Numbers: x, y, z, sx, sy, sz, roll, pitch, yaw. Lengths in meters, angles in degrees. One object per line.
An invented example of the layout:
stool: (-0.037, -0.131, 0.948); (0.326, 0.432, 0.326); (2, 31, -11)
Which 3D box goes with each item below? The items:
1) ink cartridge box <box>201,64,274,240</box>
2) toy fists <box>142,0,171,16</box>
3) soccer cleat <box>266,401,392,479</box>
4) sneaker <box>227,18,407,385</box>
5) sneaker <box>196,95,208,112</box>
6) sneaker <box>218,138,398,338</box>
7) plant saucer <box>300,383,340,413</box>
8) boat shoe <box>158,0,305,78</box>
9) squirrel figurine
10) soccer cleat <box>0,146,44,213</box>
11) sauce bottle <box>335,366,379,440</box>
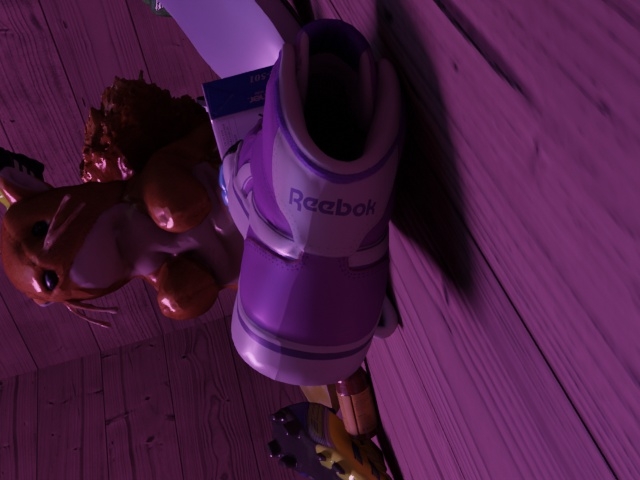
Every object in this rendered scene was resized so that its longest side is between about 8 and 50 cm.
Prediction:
ink cartridge box: (-0.028, -0.053, 0.796); (0.207, 0.097, 0.046); (79, 174, -51)
toy fists: (-0.182, -0.393, 1.250); (0.096, 0.142, 0.279); (81, 171, -56)
soccer cleat: (0.042, 0.270, 1.129); (0.289, 0.121, 0.093); (32, 121, 54)
sneaker: (0.004, -0.059, 0.561); (0.282, 0.102, 0.161); (-103, 19, -62)
sneaker: (-0.138, -0.157, 1.593); (0.295, 0.124, 0.178); (-75, -25, -83)
sneaker: (0.000, 0.000, 0.717); (0.190, 0.071, 0.083); (50, 170, -17)
plant saucer: (-0.022, 0.156, 1.438); (0.241, 0.037, 0.241); (58, 163, 29)
boat shoe: (-0.087, -0.236, 0.842); (0.306, 0.105, 0.113); (42, 146, 32)
squirrel figurine: (-0.200, -0.041, 1.189); (0.397, 0.371, 0.281); (-112, 8, -59)
soccer cleat: (-0.384, -0.086, 1.180); (0.072, 0.060, 0.179); (-63, -30, -27)
sauce bottle: (0.039, 0.169, 1.096); (0.042, 0.042, 0.128); (-115, 12, -64)
